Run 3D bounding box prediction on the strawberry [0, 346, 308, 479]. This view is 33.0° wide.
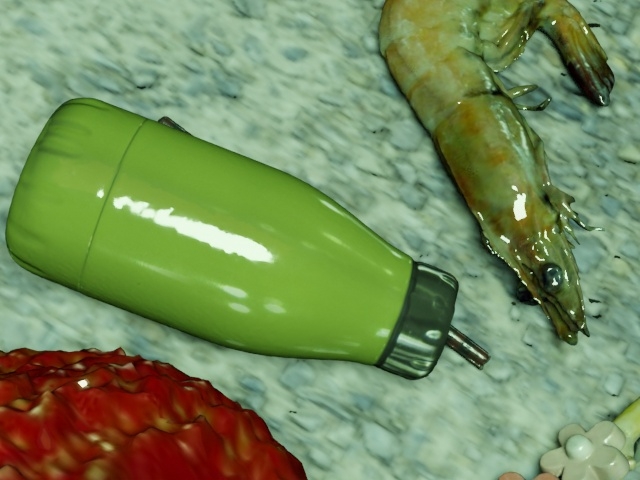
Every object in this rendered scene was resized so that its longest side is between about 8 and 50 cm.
[{"bbox_3d":[-0.169,0.175,0.510,0.351,0.267,0.312,18,36,26],"label":"strawberry"}]

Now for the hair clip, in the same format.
[{"bbox_3d":[0.133,0.160,0.655,0.214,0.062,0.056,-30,121,-20],"label":"hair clip"}]

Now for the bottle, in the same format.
[{"bbox_3d":[-0.047,0.008,0.644,0.260,0.112,0.112,21,68,-4],"label":"bottle"}]

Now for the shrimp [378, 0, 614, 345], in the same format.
[{"bbox_3d":[0.151,-0.077,0.746,0.169,0.058,0.296,-17,72,-19],"label":"shrimp"}]

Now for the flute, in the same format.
[{"bbox_3d":[0.000,0.000,0.708,0.269,0.014,0.014,36,68,2],"label":"flute"}]
